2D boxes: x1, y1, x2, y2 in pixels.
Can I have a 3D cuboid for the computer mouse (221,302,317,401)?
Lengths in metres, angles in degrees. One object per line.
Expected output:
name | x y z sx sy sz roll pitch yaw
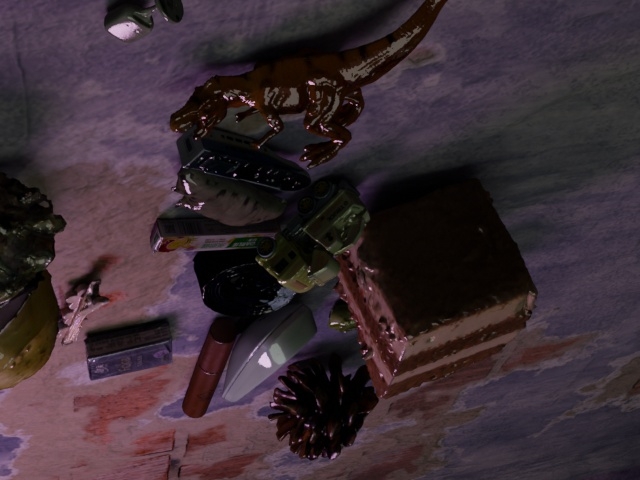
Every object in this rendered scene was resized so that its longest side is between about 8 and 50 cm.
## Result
computer mouse | -0.110 0.201 2.301 0.159 0.097 0.288 -44 -178 -35

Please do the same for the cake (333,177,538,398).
cake | 0.178 0.078 2.049 0.282 0.255 0.290 -20 153 -12

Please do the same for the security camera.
security camera | -0.211 -0.266 1.445 0.092 0.058 0.058 -16 156 26

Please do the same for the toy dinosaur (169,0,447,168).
toy dinosaur | 0.018 -0.205 1.636 0.432 0.097 0.208 -23 143 3

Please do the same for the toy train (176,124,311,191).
toy train | -0.103 -0.114 1.777 0.052 0.051 0.234 -36 151 33

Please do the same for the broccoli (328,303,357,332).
broccoli | 0.163 0.126 2.315 0.304 0.145 0.165 -9 150 11

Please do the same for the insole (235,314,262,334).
insole | -0.132 0.145 2.297 0.045 0.002 0.135 4 146 -35

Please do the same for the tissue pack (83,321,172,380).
tissue pack | -0.346 0.201 2.226 0.156 0.051 0.112 -11 153 -13

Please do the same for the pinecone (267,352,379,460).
pinecone | -0.002 0.335 2.506 0.201 0.229 0.202 20 144 -7

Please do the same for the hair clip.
hair clip | -0.401 0.116 2.043 0.062 0.056 0.214 -18 167 -35

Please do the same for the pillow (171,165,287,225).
pillow | -0.148 -0.060 1.851 0.093 0.051 0.241 -31 152 25

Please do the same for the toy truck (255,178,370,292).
toy truck | 0.000 0.000 1.935 0.191 0.116 0.085 -46 145 7

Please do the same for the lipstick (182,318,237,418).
lipstick | -0.219 0.255 2.395 0.057 0.057 0.356 -7 151 -20

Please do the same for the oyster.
oyster | -0.478 -0.016 1.622 0.260 0.198 0.092 24 160 5

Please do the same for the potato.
potato | -0.522 0.127 1.778 0.300 0.246 0.196 -14 145 0

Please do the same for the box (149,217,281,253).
box | -0.165 -0.009 1.948 0.207 0.041 0.050 -3 145 -26

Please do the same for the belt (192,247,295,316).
belt | -0.119 0.058 2.061 0.151 0.078 0.198 -35 146 22
